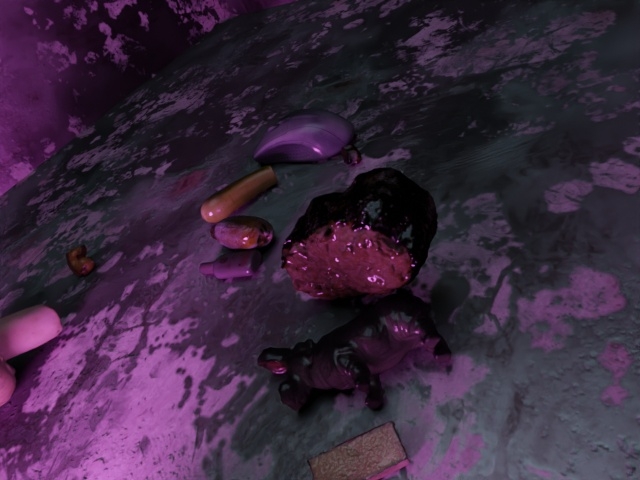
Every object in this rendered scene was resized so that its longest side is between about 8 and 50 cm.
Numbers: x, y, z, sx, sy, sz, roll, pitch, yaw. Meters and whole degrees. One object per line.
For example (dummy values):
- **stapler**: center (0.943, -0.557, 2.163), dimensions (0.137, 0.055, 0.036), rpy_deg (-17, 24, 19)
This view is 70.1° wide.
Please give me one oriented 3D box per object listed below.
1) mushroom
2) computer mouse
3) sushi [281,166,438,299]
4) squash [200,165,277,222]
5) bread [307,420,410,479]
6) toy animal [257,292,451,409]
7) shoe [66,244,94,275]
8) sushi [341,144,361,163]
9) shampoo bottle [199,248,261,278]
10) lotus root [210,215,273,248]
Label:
- **mushroom**: center (-0.830, 0.260, 1.115), dimensions (0.314, 0.315, 0.336), rpy_deg (9, 28, 37)
- **computer mouse**: center (-0.073, -0.340, 1.455), dimensions (0.370, 0.122, 0.188), rpy_deg (-2, 45, 33)
- **sushi**: center (0.061, 0.010, 0.852), dimensions (0.171, 0.211, 0.350), rpy_deg (-53, 15, -31)
- **squash**: center (-0.246, -0.136, 1.362), dimensions (0.250, 0.083, 0.083), rpy_deg (-34, 39, -13)
- **bread**: center (0.058, 0.339, 0.699), dimensions (0.153, 0.028, 0.068), rpy_deg (-27, 39, 0)
- **toy animal**: center (0.045, 0.206, 0.796), dimensions (0.343, 0.106, 0.168), rpy_deg (-23, 40, 11)
- **shoe**: center (-0.764, 0.060, 1.445), dimensions (0.069, 0.072, 0.109), rpy_deg (-41, 41, -9)
- **sushi**: center (0.093, -0.244, 1.320), dimensions (0.045, 0.044, 0.083), rpy_deg (-9, 39, -12)
- **shampoo bottle**: center (-0.232, 0.063, 1.160), dimensions (0.165, 0.040, 0.080), rpy_deg (-7, 43, 22)
- **lotus root**: center (-0.213, -0.021, 1.191), dimensions (0.192, 0.088, 0.113), rpy_deg (5, 9, 33)
